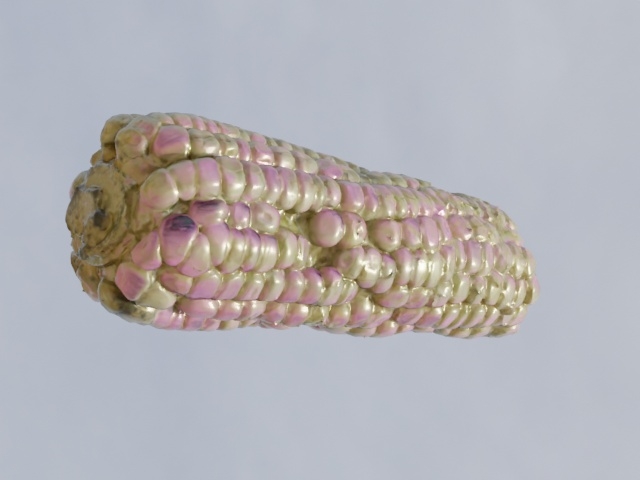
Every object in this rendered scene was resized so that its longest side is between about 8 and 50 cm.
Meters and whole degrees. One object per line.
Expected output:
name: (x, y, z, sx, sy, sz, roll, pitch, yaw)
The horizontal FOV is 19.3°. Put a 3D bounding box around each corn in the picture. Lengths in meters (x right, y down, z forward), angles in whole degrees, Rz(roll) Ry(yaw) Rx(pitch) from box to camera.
corn: (0.000, 0.003, 1.157, 0.126, 0.335, 0.127, -14, -107, 52)
